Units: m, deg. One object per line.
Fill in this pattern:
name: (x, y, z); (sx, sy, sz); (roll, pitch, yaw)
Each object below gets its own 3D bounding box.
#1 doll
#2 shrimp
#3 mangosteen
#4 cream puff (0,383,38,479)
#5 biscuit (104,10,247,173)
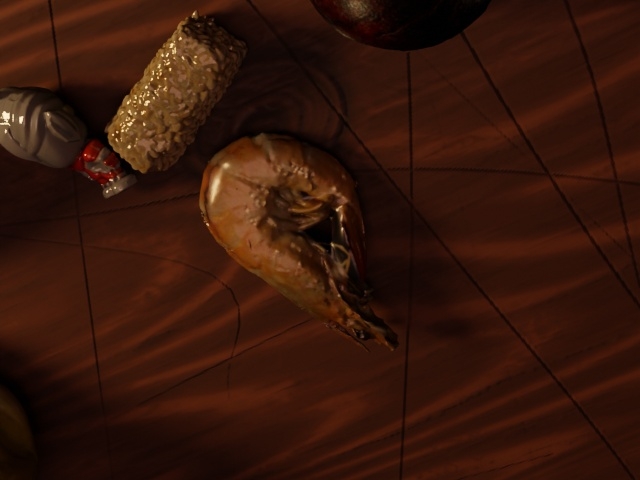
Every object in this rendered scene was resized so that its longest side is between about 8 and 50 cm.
doll: (-0.266, -0.101, 1.433); (0.180, 0.079, 0.094); (36, 156, -22)
shrimp: (0.000, 0.000, 1.482); (0.287, 0.063, 0.152); (41, 101, -15)
mangosteen: (0.062, -0.281, 1.257); (0.216, 0.216, 0.216); (1, 118, 3)
cream puff: (-0.485, 0.271, 1.543); (0.324, 0.257, 0.291); (36, 110, -15)
biscuit: (-0.143, -0.143, 1.406); (0.082, 0.070, 0.168); (38, 116, -6)
